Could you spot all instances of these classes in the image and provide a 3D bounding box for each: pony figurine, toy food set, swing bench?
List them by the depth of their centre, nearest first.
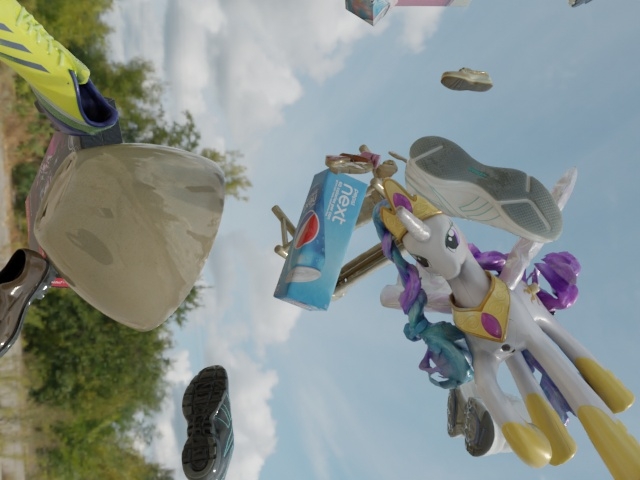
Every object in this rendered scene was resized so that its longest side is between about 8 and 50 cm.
[{"bbox_3d":[0.215,0.071,0.755,0.303,0.351,0.363,-37,-97,21],"label":"pony figurine"},{"bbox_3d":[0.056,-0.097,0.838,0.078,0.122,0.019,45,-46,53],"label":"toy food set"},{"bbox_3d":[0.074,-0.014,1.353,0.253,0.254,0.165,-34,-148,17],"label":"swing bench"}]

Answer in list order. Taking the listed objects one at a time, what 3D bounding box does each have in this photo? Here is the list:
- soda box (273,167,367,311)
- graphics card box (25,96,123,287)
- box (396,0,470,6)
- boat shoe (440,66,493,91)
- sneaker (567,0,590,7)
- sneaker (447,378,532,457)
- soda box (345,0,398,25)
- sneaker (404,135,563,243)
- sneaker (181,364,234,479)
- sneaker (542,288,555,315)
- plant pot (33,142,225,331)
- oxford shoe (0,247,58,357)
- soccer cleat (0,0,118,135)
[{"bbox_3d":[0.000,0.000,0.995,0.067,0.071,0.210,-15,-125,67],"label":"soda box"},{"bbox_3d":[-0.512,-0.095,1.332,0.371,0.094,0.232,-45,-129,38],"label":"graphics card box"},{"bbox_3d":[0.223,-0.604,1.425,0.127,0.232,0.148,-62,153,-82],"label":"box"},{"bbox_3d":[0.341,-0.381,1.519,0.050,0.135,0.045,138,-49,-58],"label":"boat shoe"},{"bbox_3d":[0.445,-0.460,1.055,0.107,0.275,0.110,-33,-90,36],"label":"sneaker"},{"bbox_3d":[0.291,0.300,1.099,0.297,0.129,0.111,-118,-148,-87],"label":"sneaker"},{"bbox_3d":[0.070,-0.389,0.894,0.058,0.063,0.183,38,-14,19],"label":"soda box"},{"bbox_3d":[0.146,-0.040,0.587,0.053,0.152,0.061,-57,172,-26],"label":"sneaker"},{"bbox_3d":[-0.231,0.386,1.342,0.106,0.101,0.267,66,18,-44],"label":"sneaker"},{"bbox_3d":[0.461,0.152,1.442,0.067,0.188,0.078,-53,-129,40],"label":"sneaker"},{"bbox_3d":[-0.298,-0.031,0.949,0.284,0.191,0.284,-33,-137,37],"label":"plant pot"},{"bbox_3d":[-0.548,0.112,1.092,0.096,0.083,0.227,56,48,-51],"label":"oxford shoe"},{"bbox_3d":[-0.397,-0.265,0.930,0.289,0.121,0.093,62,34,-50],"label":"soccer cleat"}]
